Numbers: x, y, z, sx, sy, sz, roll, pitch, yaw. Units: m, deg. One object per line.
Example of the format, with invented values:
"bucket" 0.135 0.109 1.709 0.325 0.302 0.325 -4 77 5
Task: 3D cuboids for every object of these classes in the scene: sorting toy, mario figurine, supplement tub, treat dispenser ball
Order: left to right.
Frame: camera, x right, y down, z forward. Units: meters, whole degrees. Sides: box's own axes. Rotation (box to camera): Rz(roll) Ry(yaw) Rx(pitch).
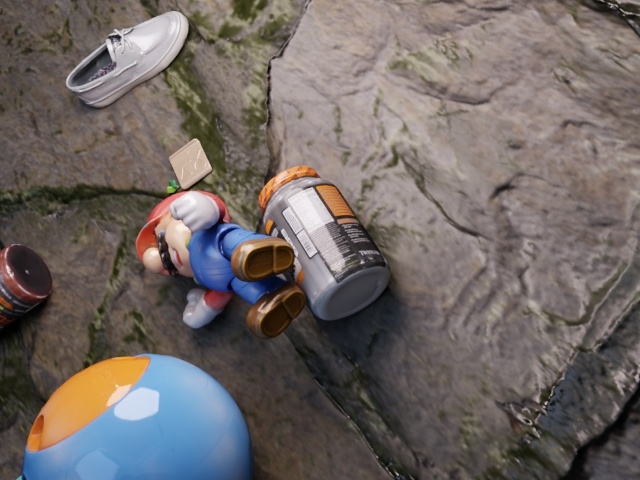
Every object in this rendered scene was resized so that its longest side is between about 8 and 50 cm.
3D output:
"supplement tub" -0.537 0.096 1.561 0.198 0.106 0.106 -33 63 19
"treat dispenser ball" -0.228 0.288 1.221 0.288 0.288 0.288 -8 73 28
"sorting toy" -0.209 -0.109 1.482 0.083 0.012 0.062 -34 67 14
"mario figurine" -0.163 0.034 1.293 0.320 0.170 0.198 24 98 54
"supplement tub" 0.000 0.000 1.270 0.117 0.117 0.190 -41 60 14

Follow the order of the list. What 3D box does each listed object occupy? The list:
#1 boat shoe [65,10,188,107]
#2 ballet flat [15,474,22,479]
"boat shoe" -0.315 -0.296 1.553 0.227 0.081 0.079 -33 63 19
"ballet flat" -0.497 0.469 1.374 0.482 0.164 0.182 -29 84 4
